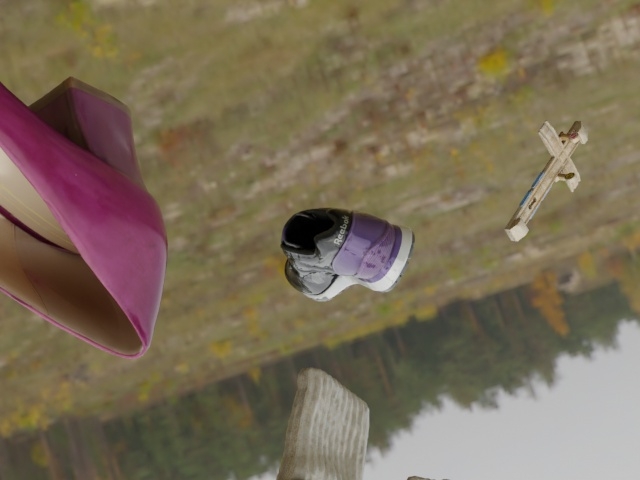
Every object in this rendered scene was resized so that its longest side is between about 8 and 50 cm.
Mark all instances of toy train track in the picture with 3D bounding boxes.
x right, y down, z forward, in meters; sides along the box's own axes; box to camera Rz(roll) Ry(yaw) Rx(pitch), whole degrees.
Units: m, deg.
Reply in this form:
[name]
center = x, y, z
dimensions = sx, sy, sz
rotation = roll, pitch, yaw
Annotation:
[toy train track]
center = 0.128, -0.033, 0.758
dimensions = 0.014, 0.048, 0.083
rotation = 9, -125, 47

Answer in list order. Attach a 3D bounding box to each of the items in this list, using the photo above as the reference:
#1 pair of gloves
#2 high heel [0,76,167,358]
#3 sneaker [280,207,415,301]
[pair of gloves]
center = 0.042, 0.216, 0.879
dimensions = 0.042, 0.204, 0.240
rotation = -14, 135, 35
[high heel]
center = -0.240, -0.041, 0.817
dimensions = 0.377, 0.181, 0.127
rotation = 13, 145, -43
[sneaker]
center = 0.000, 0.000, 1.694
dimensions = 0.124, 0.107, 0.283
rotation = 25, 164, -20
